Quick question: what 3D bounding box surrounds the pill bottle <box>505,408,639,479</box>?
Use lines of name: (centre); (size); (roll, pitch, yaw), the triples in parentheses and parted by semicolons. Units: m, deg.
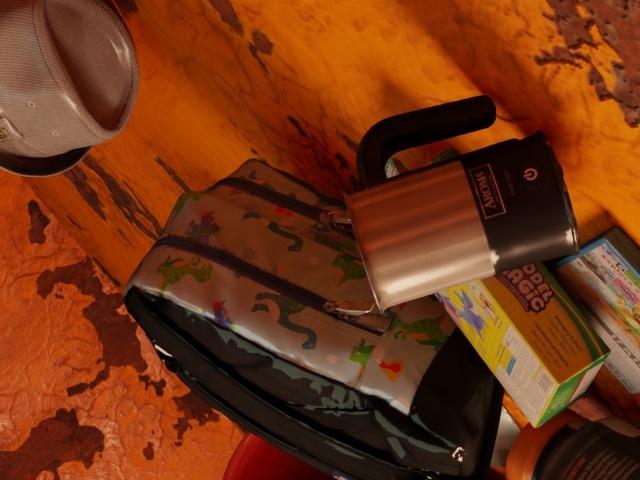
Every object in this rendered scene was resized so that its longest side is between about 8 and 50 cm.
pill bottle: (0.254, 0.220, 1.032); (0.246, 0.130, 0.130); (32, 159, 47)

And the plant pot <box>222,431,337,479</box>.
plant pot: (0.045, 0.330, 1.478); (0.275, 0.275, 0.243); (39, 162, 32)

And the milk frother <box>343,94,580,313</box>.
milk frother: (0.093, -0.009, 0.891); (0.143, 0.135, 0.129); (69, -174, -49)

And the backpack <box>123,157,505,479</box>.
backpack: (-0.004, 0.086, 1.233); (0.355, 0.273, 0.290); (12, 160, 13)

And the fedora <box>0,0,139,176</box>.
fedora: (-0.291, -0.199, 1.447); (0.124, 0.244, 0.275); (-1, 134, 32)

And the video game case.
video game case: (0.215, 0.054, 0.944); (0.119, 0.015, 0.166); (48, 166, 3)

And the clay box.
clay box: (0.124, 0.027, 1.018); (0.222, 0.053, 0.127); (55, 168, 18)

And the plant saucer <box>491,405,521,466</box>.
plant saucer: (0.146, 0.184, 1.445); (0.195, 0.037, 0.195); (45, 165, 16)

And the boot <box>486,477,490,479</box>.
boot: (0.177, 0.300, 1.565); (0.178, 0.085, 0.236); (49, 164, 11)
